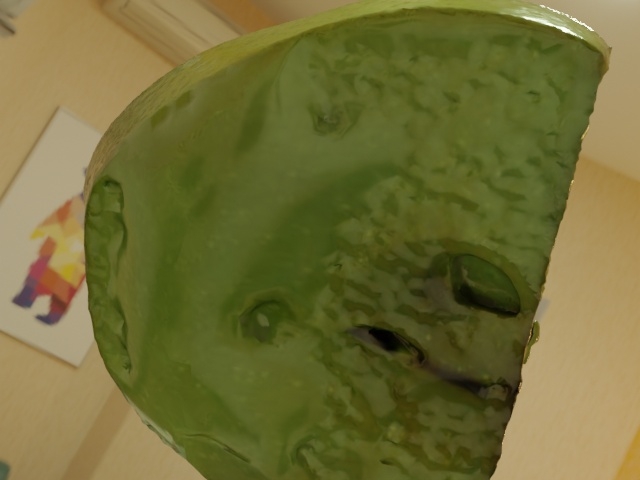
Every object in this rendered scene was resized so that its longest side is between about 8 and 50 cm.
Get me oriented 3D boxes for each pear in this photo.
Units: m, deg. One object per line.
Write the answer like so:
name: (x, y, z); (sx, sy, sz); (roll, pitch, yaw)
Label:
pear: (0.000, 0.000, 0.560); (0.318, 0.342, 0.238); (14, 19, 10)
